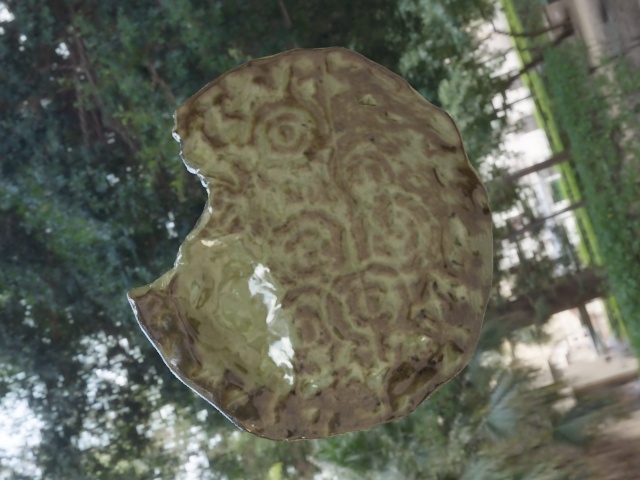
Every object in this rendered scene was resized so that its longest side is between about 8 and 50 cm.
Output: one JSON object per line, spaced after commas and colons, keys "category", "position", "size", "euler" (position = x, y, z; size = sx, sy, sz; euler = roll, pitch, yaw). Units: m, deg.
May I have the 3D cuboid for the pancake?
{"category": "pancake", "position": [0.000, 0.000, 0.553], "size": [0.029, 0.212, 0.235], "euler": [127, 161, -77]}
